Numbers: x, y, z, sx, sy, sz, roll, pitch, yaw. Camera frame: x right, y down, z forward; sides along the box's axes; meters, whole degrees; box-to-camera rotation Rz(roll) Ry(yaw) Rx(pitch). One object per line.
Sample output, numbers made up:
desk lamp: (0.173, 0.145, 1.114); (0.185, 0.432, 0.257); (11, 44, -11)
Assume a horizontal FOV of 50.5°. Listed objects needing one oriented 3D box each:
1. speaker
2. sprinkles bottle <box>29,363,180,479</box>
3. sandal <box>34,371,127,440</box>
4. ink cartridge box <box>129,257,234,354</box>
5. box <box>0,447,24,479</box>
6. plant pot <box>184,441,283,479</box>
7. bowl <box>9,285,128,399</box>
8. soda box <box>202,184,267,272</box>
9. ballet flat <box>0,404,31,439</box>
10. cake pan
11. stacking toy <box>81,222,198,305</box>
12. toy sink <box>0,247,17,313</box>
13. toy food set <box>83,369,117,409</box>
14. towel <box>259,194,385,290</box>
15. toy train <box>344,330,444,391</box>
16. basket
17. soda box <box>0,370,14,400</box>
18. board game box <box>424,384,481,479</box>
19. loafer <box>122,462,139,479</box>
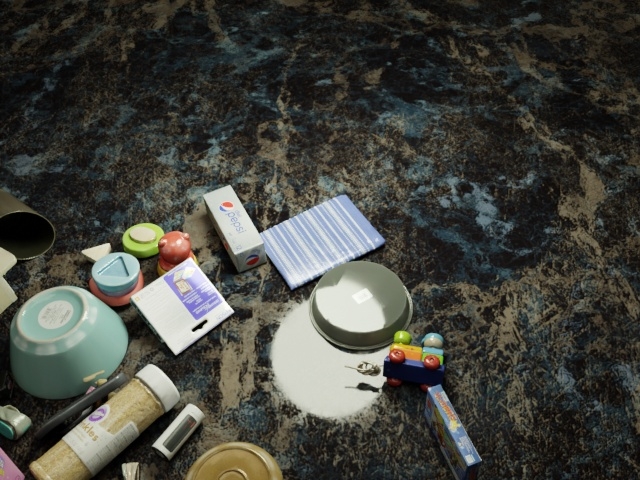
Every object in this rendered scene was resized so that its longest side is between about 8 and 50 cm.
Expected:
speaker: (-0.341, 0.462, 1.639); (0.055, 0.055, 0.136); (25, 52, 23)
sprinkles bottle: (-0.503, 0.452, 1.609); (0.121, 0.121, 0.355); (32, 56, 28)
sandal: (-0.581, 0.416, 1.653); (0.254, 0.097, 0.055); (-33, 94, -6)
ink cartridge box: (-0.383, 0.184, 1.885); (0.206, 0.045, 0.208); (-35, 78, -26)
box: (-0.753, 0.573, 1.443); (0.117, 0.214, 0.243); (-2, 47, 1)
plant pot: (-0.202, 0.564, 1.553); (0.236, 0.032, 0.236); (-1, 47, 1)
bowl: (-0.682, 0.241, 1.786); (0.311, 0.163, 0.312); (-2, 48, 2)
soda box: (-0.263, -0.039, 2.075); (0.098, 0.091, 0.286); (-22, 50, -15)
ballet flat: (-0.813, 0.428, 1.690); (0.213, 0.072, 0.068); (21, 32, 17)
cake pan: (0.112, 0.169, 1.892); (0.292, 0.054, 0.293); (-1, 47, 1)
stacking toy: (-0.544, 0.028, 1.982); (0.308, 0.131, 0.279); (-26, 50, -27)
toy sink: (-0.966, 0.138, 1.915); (0.152, 0.131, 0.234); (23, 57, 22)
toy food set: (-0.553, 0.396, 1.721); (0.077, 0.019, 0.122); (-23, 70, -17)
towel: (0.000, 0.000, 2.072); (0.335, 0.040, 0.243); (-25, 53, -18)
toy train: (0.197, 0.290, 1.750); (0.247, 0.105, 0.143); (8, 38, 10)
basket: (-0.957, -0.060, 2.082); (0.226, 0.204, 0.154); (31, 95, 37)
soda box: (-0.881, 0.380, 1.738); (0.168, 0.053, 0.060); (-6, 48, -3)
board game box: (0.299, 0.453, 1.563); (0.035, 0.136, 0.201); (-16, 49, -11)
loafer: (-0.428, 0.564, 1.557); (0.039, 0.045, 0.125); (-11, 45, -17)
